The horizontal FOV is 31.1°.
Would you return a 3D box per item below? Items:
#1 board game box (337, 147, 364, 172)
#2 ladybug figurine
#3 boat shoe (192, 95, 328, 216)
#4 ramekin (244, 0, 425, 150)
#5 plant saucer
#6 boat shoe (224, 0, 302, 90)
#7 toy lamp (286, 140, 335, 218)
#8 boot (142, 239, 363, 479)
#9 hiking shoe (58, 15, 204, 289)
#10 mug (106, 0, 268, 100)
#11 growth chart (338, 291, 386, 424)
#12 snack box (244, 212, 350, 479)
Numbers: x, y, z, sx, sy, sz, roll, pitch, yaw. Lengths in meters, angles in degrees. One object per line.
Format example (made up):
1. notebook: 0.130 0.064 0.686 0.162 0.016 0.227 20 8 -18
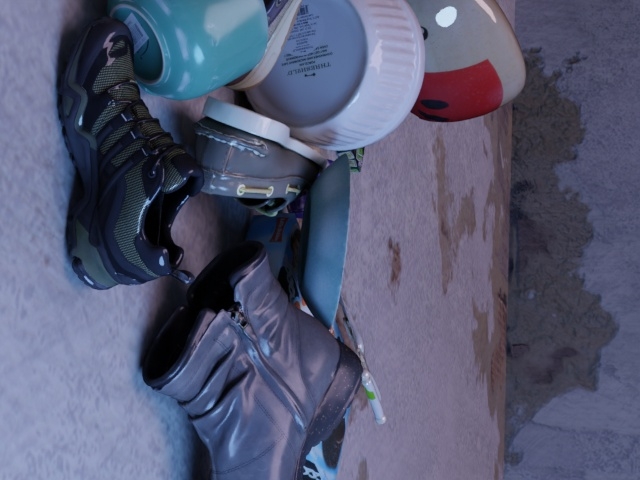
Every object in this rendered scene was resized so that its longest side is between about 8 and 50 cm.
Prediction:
1. board game box: 0.023 -0.227 1.624 0.259 0.030 0.136 64 28 -52
2. ladybug figurine: 0.155 -0.294 1.696 0.162 0.305 0.449 -47 162 1
3. boat shoe: -0.068 -0.078 1.222 0.305 0.109 0.091 21 90 -78
4. ramekin: 0.004 -0.205 1.298 0.109 0.207 0.207 -7 96 -61
5. plant saucer: 0.000 0.000 1.246 0.195 0.037 0.195 -173 -90 -84
6. boat shoe: -0.057 -0.281 1.148 0.092 0.103 0.285 -19 139 -63
7. toy lamp: -0.012 -0.165 1.430 0.080 0.080 0.274 23 68 -70
8. boot: -0.102 0.185 1.110 0.222 0.118 0.338 47 54 -39
9. hiking shoe: -0.147 -0.073 0.953 0.086 0.114 0.226 -12 99 -72
10. mug: -0.124 -0.177 1.010 0.097 0.129 0.157 -34 137 -35
11. growth chart: 0.042 0.125 1.504 0.172 0.021 0.237 70 0 -51
12. snack box: -0.033 0.142 1.373 0.322 0.060 0.187 69 26 -45
